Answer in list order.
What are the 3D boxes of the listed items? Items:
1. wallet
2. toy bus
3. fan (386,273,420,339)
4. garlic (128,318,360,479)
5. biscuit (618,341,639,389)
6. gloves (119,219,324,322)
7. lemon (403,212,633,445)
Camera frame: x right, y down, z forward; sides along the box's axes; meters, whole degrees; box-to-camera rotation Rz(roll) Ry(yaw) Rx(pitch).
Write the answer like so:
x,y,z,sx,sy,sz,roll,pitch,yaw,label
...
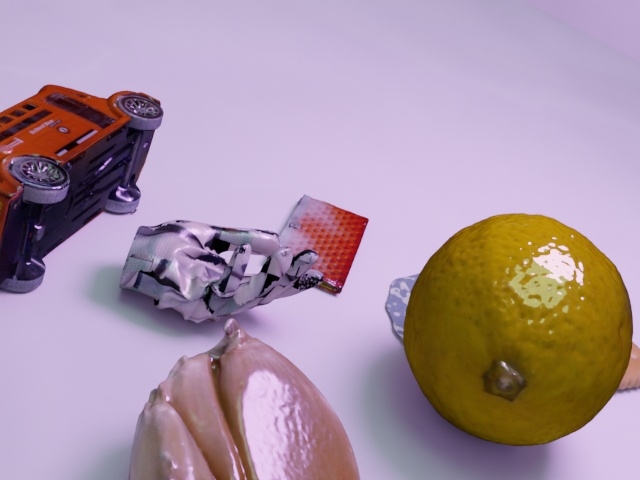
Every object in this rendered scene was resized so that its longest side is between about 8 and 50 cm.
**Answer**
x,y,z,sx,sy,sz,roll,pitch,yaw,label
0.000,0.000,1.329,0.103,0.020,0.196,23,30,1,wallet
-0.304,-0.078,1.124,0.153,0.143,0.329,27,31,7,toy bus
0.147,0.093,1.291,0.131,0.009,0.240,23,30,2,fan
-0.068,0.192,0.891,0.217,0.110,0.228,23,38,-24,garlic
0.323,0.136,1.312,0.249,0.030,0.160,1,37,-37,biscuit
-0.106,0.037,1.115,0.212,0.111,0.127,16,6,-6,gloves
0.214,0.095,1.102,0.267,0.267,0.267,17,30,-10,lemon
